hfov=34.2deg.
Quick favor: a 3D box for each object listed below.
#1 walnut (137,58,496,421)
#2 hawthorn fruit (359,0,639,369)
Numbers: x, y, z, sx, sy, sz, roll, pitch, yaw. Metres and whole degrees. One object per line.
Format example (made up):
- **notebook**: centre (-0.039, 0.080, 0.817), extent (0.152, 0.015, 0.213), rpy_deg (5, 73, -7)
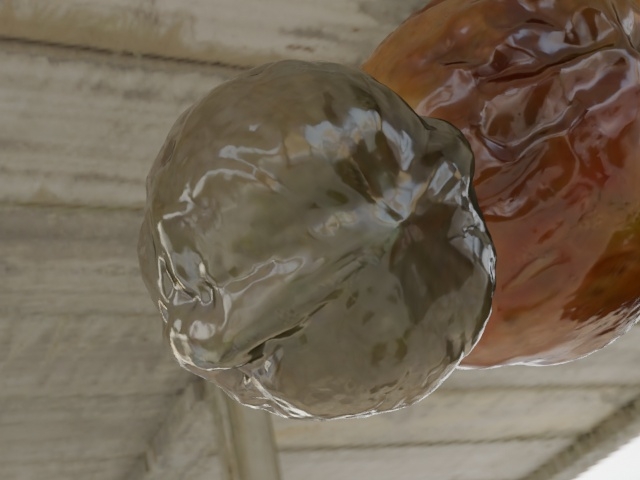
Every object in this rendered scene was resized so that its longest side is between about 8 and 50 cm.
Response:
- **walnut**: centre (-0.002, 0.001, 0.697), extent (0.248, 0.248, 0.248), rpy_deg (-10, -31, -6)
- **hawthorn fruit**: centre (0.217, -0.090, 1.154), extent (0.471, 0.472, 0.472), rpy_deg (-10, -31, -6)
